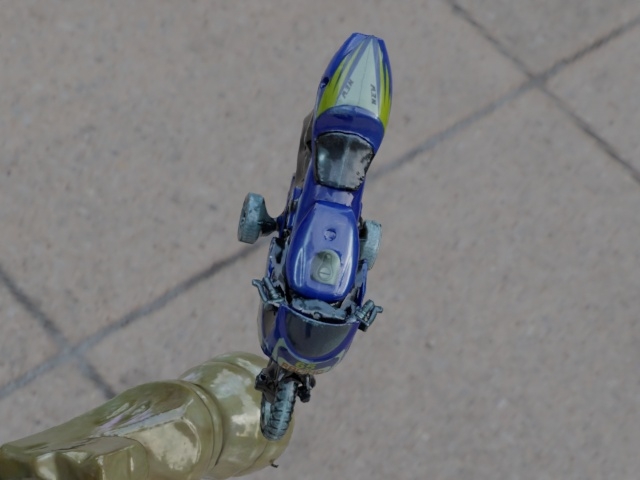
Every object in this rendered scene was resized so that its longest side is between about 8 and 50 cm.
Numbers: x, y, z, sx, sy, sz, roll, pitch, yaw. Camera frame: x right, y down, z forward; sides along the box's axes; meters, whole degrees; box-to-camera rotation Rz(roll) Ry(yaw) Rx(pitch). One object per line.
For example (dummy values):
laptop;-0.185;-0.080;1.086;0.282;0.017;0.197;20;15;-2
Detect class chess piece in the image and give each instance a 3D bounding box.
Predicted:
chess piece;-0.162;0.187;1.515;0.137;0.137;0.301;51;31;20

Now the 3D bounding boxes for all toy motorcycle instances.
toy motorcycle;0.000;0.000;1.254;0.113;0.169;0.315;12;82;-9
